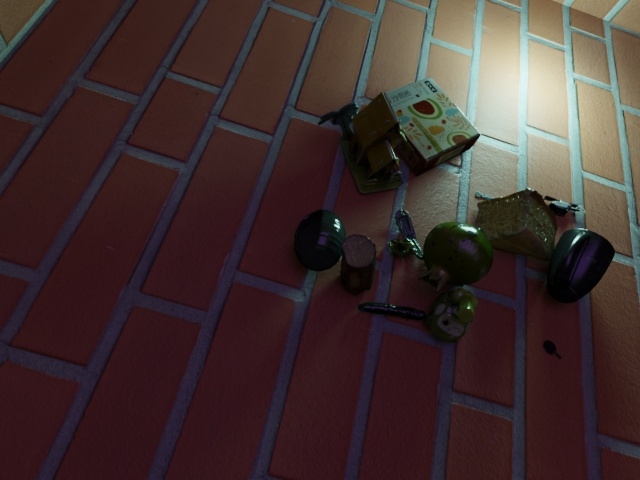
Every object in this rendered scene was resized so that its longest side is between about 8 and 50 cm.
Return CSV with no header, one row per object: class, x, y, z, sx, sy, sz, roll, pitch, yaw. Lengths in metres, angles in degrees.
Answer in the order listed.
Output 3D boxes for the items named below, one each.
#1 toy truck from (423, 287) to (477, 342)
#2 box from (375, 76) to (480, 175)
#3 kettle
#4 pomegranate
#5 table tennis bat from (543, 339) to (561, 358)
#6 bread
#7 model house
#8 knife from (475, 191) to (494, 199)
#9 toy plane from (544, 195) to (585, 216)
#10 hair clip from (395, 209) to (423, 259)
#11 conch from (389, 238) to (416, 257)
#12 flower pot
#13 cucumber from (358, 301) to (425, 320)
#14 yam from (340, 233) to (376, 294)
toy truck,0.497,0.255,1.623,0.148,0.211,0.187,35,44,5
box,0.471,-0.529,2.033,0.344,0.122,0.385,-27,73,-23
kettle,1.013,0.104,1.788,0.207,0.268,0.290,22,65,43
pomegranate,0.496,0.068,1.677,0.260,0.260,0.340,44,59,9
table tennis bat,0.904,0.427,1.734,0.050,0.007,0.083,-36,75,-26
bread,0.843,-0.048,1.922,0.315,0.278,0.249,42,52,-41
model house,0.186,-0.396,1.787,0.339,0.324,0.301,-11,67,-18
knife,0.742,-0.196,1.998,0.096,0.010,0.027,19,62,-4
toy plane,1.129,-0.152,2.047,0.196,0.053,0.078,11,54,-3
hair clip,0.364,-0.020,1.808,0.065,0.036,0.229,-14,71,-19
conch,0.322,0.029,1.751,0.121,0.074,0.089,28,27,25
flower pot,0.000,0.000,1.627,0.157,0.189,0.243,41,47,-38
cucumber,0.263,0.258,1.646,0.256,0.043,0.044,9,58,-8
yam,0.134,0.095,1.594,0.127,0.238,0.129,16,59,11
